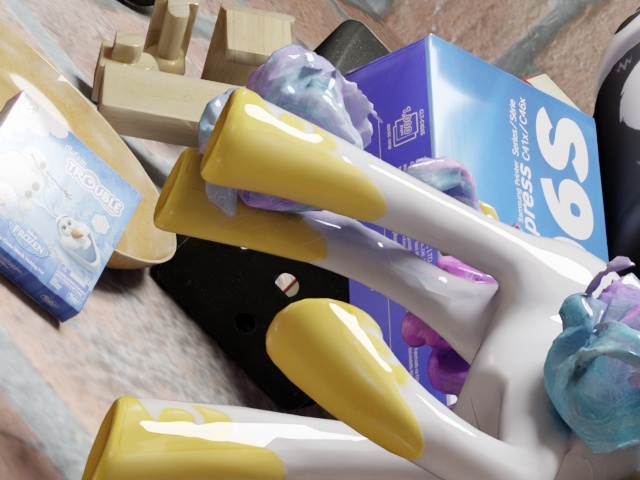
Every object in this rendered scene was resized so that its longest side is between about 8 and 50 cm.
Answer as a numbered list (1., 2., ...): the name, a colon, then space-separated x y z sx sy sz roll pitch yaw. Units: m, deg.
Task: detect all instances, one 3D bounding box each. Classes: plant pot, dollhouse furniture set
1. plant pot: -0.180 -0.066 1.100 0.236 0.032 0.236 45 13 -13
2. plant pot: 0.000 0.000 1.199 0.187 0.188 0.167 47 27 -4
3. dollhouse furniture set: -0.101 -0.087 1.371 0.144 0.123 0.151 10 40 -12

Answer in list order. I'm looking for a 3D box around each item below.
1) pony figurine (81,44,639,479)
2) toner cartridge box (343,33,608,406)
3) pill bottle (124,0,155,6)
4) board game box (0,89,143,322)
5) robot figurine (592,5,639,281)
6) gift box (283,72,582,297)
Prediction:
1. pony figurine: 0.104 0.050 0.810 0.363 0.303 0.351 23 34 -10
2. toner cartridge box: 0.098 0.070 1.064 0.165 0.075 0.348 19 59 -41
3. pill bottle: -0.189 -0.328 1.699 0.219 0.123 0.123 53 13 28
4. board game box: -0.147 -0.019 0.978 0.090 0.020 0.090 42 46 -22
5. robot figurine: 0.265 -0.049 1.201 0.209 0.173 0.278 23 42 -18
6. gift box: 0.167 0.035 1.373 0.258 0.276 0.255 48 26 6
